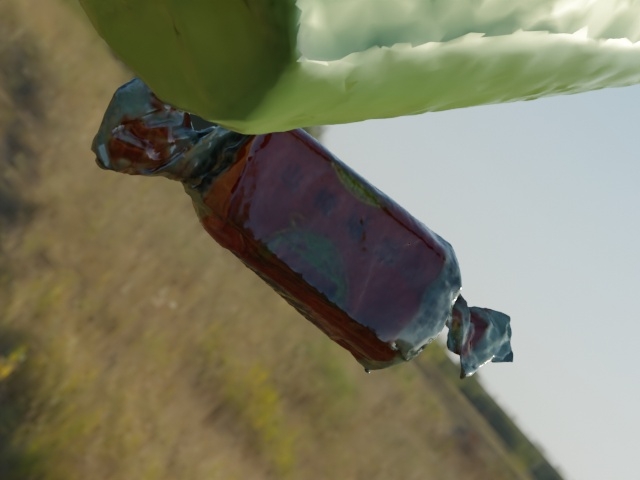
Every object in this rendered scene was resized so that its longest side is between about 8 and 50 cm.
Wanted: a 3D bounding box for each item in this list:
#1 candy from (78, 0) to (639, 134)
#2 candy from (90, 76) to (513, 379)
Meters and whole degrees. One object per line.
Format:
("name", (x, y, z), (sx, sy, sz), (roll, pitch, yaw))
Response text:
("candy", (0.073, -0.122, 0.558), (0.343, 0.132, 0.142), (-14, 56, -42))
("candy", (0.000, -0.001, 0.965), (0.292, 0.086, 0.059), (37, -12, -27))
